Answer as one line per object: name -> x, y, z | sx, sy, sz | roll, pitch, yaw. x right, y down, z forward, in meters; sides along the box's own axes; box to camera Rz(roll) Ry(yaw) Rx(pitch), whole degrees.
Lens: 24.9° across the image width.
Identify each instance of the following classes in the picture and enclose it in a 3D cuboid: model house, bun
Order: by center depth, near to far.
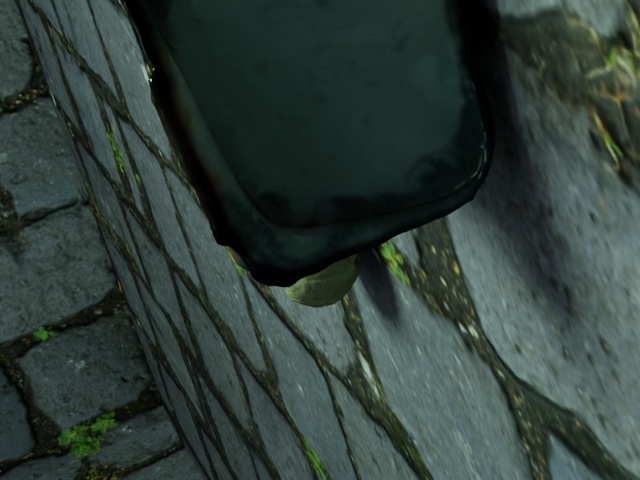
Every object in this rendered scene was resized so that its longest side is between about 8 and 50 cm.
model house -> -0.024, -0.154, 0.913 | 0.291, 0.184, 0.253 | -110, -4, -65
bun -> 0.000, 0.000, 1.229 | 0.115, 0.069, 0.115 | 175, 90, -87
